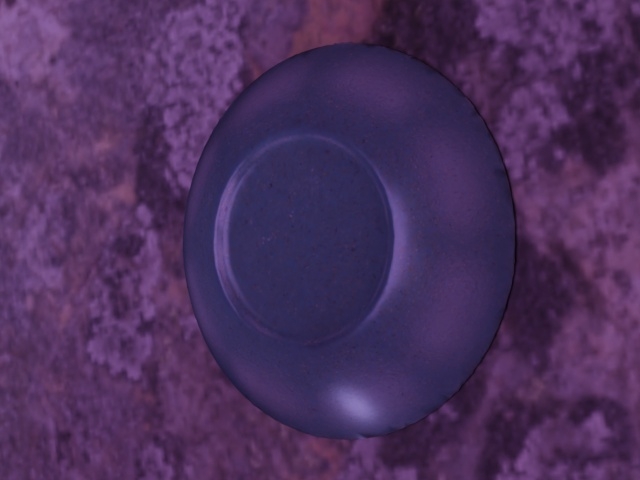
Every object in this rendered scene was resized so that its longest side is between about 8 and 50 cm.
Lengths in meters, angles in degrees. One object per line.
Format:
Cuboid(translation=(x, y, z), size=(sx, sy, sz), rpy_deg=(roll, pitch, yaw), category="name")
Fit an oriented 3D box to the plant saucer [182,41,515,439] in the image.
Cuboid(translation=(0.000, 0.000, 0.900), size=(0.195, 0.037, 0.195), rpy_deg=(-1, 89, 35), category="plant saucer")
